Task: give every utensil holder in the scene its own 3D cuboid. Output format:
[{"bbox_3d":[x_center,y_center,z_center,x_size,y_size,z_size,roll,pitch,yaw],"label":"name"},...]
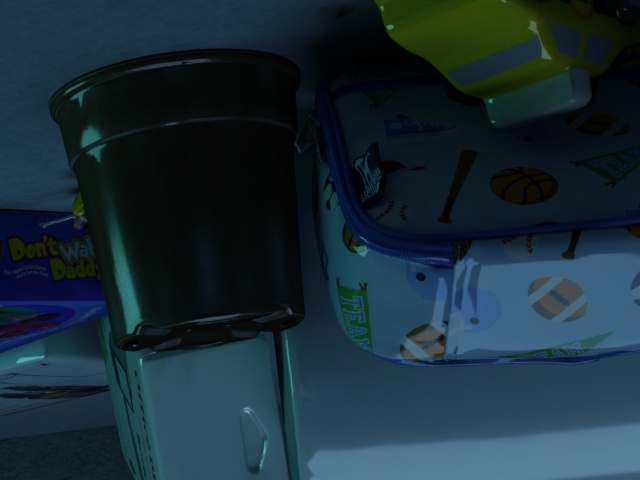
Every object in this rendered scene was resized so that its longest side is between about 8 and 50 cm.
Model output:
[{"bbox_3d":[0.157,0.061,1.198,0.385,0.328,0.327,-7,169,-4],"label":"utensil holder"}]

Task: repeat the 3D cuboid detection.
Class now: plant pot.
[{"bbox_3d":[-0.082,-0.018,1.001,0.167,0.165,0.167,-10,170,-2],"label":"plant pot"}]

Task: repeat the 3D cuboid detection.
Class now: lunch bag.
[{"bbox_3d":[0.135,-0.035,0.966,0.303,0.243,0.115,-1,126,-6],"label":"lunch bag"}]

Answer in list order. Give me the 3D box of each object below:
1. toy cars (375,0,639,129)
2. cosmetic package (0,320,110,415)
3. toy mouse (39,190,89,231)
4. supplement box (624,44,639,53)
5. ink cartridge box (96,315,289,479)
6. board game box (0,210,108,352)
[{"bbox_3d":[0.120,-0.132,0.790,0.176,0.087,0.394,-9,169,-1],"label":"toy cars"},{"bbox_3d":[-0.353,0.130,1.726,0.377,0.097,0.284,-16,164,32],"label":"cosmetic package"},{"bbox_3d":[-0.142,-0.034,1.220,0.161,0.031,0.143,-16,167,32],"label":"toy mouse"},{"bbox_3d":[0.265,-0.121,1.099,0.098,0.036,0.062,-9,170,-1],"label":"supplement box"},{"bbox_3d":[-0.124,0.143,1.419,0.114,0.198,0.273,-13,-163,-14],"label":"ink cartridge box"},{"bbox_3d":[-0.354,0.055,1.375,0.347,0.078,0.233,-19,165,42],"label":"board game box"}]
